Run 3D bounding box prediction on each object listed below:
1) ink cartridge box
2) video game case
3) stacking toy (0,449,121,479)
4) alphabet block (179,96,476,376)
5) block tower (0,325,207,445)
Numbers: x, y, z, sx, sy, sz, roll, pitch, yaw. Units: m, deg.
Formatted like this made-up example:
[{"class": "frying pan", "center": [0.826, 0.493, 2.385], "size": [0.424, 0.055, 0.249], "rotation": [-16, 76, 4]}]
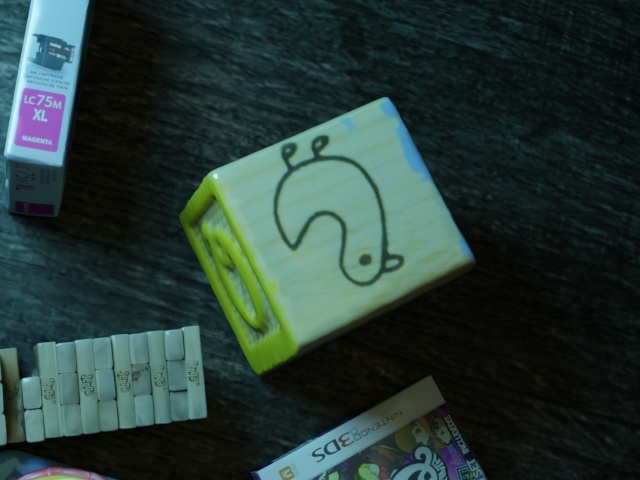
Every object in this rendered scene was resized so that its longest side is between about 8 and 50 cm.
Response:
[{"class": "ink cartridge box", "center": [-0.252, -0.195, 1.344], "size": [0.065, 0.186, 0.311], "rotation": [7, 75, -11]}, {"class": "video game case", "center": [0.075, 0.283, 1.400], "size": [0.210, 0.042, 0.232], "rotation": [-26, 86, -18]}, {"class": "stacking toy", "center": [-0.214, 0.266, 1.187], "size": [0.175, 0.302, 0.166], "rotation": [19, 73, -11]}, {"class": "alphabet block", "center": [0.000, 0.000, 1.366], "size": [0.197, 0.193, 0.192], "rotation": [-26, 84, -19]}, {"class": "block tower", "center": [-0.280, 0.143, 1.306], "size": [0.335, 0.097, 0.091], "rotation": [-5, 86, -14]}]
